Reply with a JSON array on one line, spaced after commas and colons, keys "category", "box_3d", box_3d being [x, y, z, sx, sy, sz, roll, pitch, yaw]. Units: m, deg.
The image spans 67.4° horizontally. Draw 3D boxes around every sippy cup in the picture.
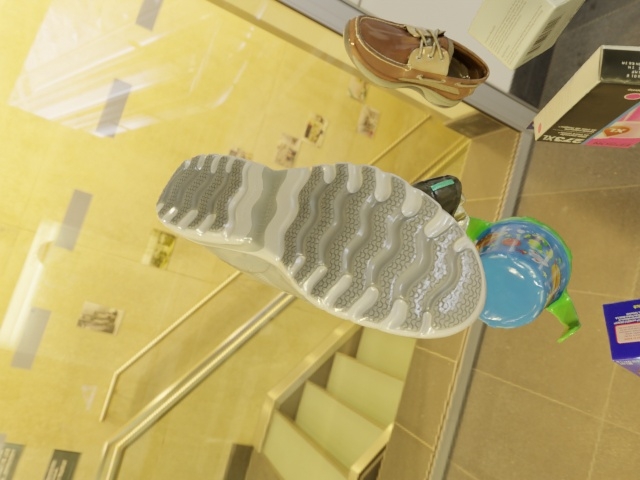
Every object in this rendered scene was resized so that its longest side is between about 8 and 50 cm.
[{"category": "sippy cup", "box_3d": [0.422, 0.081, 1.064, 0.305, 0.224, 0.240, 11, 110, 28]}]

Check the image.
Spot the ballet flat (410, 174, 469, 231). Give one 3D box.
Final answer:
[{"category": "ballet flat", "box_3d": [0.206, -0.037, 0.819, 0.096, 0.280, 0.095, -30, 73, 5]}]

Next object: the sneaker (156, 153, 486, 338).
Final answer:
[{"category": "sneaker", "box_3d": [0.000, 0.000, 0.390, 0.281, 0.115, 0.105, 22, 77, 32]}]

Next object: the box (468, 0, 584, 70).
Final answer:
[{"category": "box", "box_3d": [0.268, -0.298, 0.615, 0.102, 0.087, 0.101, -35, -16, -24]}]

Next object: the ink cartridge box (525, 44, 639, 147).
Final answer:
[{"category": "ink cartridge box", "box_3d": [0.500, -0.225, 0.842, 0.371, 0.175, 0.069, 21, -105, -82]}]

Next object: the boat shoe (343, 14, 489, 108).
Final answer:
[{"category": "boat shoe", "box_3d": [0.184, -0.341, 0.874, 0.116, 0.324, 0.123, -16, 74, 51]}]

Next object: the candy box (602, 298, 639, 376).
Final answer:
[{"category": "candy box", "box_3d": [0.730, 0.196, 0.881, 0.268, 0.317, 0.122, -22, 51, 46]}]
